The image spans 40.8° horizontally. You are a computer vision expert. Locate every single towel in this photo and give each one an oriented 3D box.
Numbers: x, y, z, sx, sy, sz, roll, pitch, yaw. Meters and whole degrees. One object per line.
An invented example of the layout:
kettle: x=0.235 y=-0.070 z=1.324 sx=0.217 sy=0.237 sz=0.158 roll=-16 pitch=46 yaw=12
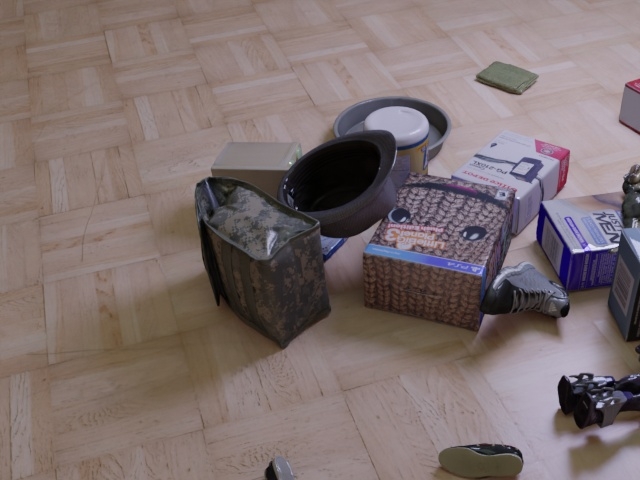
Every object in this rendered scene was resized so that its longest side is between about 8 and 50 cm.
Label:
towel: x=0.514 y=-0.449 z=2.375 sx=0.148 sy=0.027 sz=0.110 roll=28 pitch=49 yaw=33

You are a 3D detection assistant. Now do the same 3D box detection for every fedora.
fedora: x=0.052 y=-0.093 z=1.701 sx=0.276 sy=0.124 sz=0.243 roll=-16 pitch=43 yaw=25

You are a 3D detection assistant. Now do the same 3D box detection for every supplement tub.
supplement tub: x=0.169 y=-0.183 z=1.929 sx=0.145 sy=0.199 sz=0.144 roll=-3 pitch=39 yaw=2

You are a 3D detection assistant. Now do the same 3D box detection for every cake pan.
cake pan: x=0.179 y=-0.269 z=2.156 sx=0.293 sy=0.054 sz=0.293 roll=-3 pitch=38 yaw=2

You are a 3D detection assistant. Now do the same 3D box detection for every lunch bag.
lunch bag: x=-0.137 y=0.029 z=1.660 sx=0.169 sy=0.235 sz=0.287 roll=-36 pitch=48 yaw=-30

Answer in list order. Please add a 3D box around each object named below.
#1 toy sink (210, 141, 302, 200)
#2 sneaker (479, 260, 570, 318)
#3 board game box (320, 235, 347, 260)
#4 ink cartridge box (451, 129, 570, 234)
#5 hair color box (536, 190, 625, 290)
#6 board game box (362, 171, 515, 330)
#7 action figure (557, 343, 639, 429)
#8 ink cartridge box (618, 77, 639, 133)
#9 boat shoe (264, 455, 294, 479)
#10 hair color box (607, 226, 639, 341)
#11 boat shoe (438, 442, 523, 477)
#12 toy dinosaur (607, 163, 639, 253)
toy sink: x=-0.101 y=-0.126 z=1.906 sx=0.234 sy=0.152 sz=0.131 roll=2 pitch=36 yaw=17
sneaker: x=0.394 y=0.106 z=1.601 sx=0.132 sy=0.086 sz=0.229 roll=30 pitch=28 yaw=25
board game box: x=0.000 y=0.000 z=1.858 sx=0.090 sy=0.020 sz=0.090 roll=20 pitch=44 yaw=29
ink cartridge box: x=0.422 y=-0.135 z=1.923 sx=0.172 sy=0.100 sz=0.237 roll=24 pitch=46 yaw=32
hair color box: x=0.633 y=-0.011 z=1.743 sx=0.339 sy=0.110 sz=0.185 roll=-6 pitch=37 yaw=-5
board game box: x=0.241 y=0.013 z=1.720 sx=0.232 sy=0.141 sz=0.291 roll=11 pitch=40 yaw=19
action figure: x=0.549 y=0.249 z=1.429 sx=0.285 sy=0.099 sz=0.185 roll=-8 pitch=29 yaw=-11
ink cartridge box: x=0.914 y=-0.338 z=2.123 sx=0.273 sy=0.114 sz=0.197 roll=-19 pitch=40 yaw=-19
boat shoe: x=-0.060 y=0.397 z=1.345 sx=0.046 sy=0.038 sz=0.125 roll=23 pitch=28 yaw=-37
hair color box: x=0.735 y=0.067 z=1.567 sx=0.375 sy=0.185 sz=0.113 roll=-5 pitch=38 yaw=-1
boat shoe: x=0.256 y=0.349 z=1.374 sx=0.133 sy=0.048 sz=0.042 roll=-1 pitch=10 yaw=15
toy dinosaur: x=0.632 y=-0.052 z=1.663 sx=0.118 sy=0.064 sz=0.268 roll=-1 pitch=37 yaw=27
